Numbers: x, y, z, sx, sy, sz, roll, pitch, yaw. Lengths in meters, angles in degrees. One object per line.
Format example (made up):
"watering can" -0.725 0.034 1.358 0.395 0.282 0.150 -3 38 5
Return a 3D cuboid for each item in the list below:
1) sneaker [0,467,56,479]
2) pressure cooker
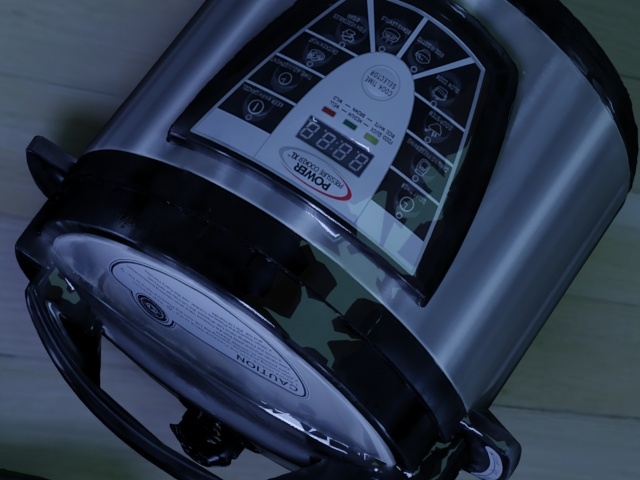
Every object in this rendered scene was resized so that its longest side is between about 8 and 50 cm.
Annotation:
"sneaker" -0.339 0.234 1.200 0.482 0.202 0.185 3 83 -38
"pressure cooker" 0.001 0.003 1.368 0.420 0.370 0.375 -53 124 -19
